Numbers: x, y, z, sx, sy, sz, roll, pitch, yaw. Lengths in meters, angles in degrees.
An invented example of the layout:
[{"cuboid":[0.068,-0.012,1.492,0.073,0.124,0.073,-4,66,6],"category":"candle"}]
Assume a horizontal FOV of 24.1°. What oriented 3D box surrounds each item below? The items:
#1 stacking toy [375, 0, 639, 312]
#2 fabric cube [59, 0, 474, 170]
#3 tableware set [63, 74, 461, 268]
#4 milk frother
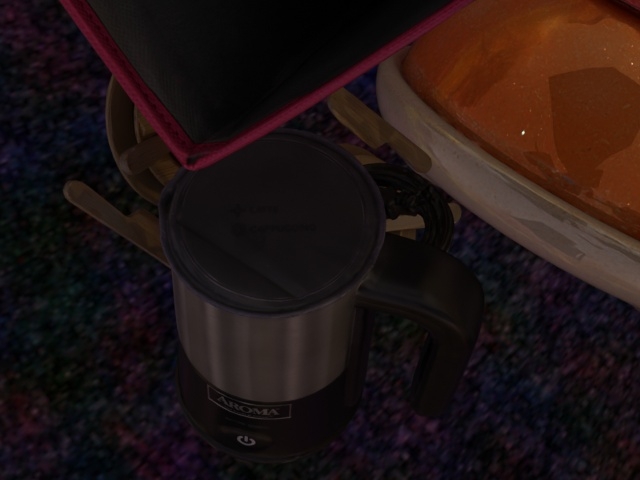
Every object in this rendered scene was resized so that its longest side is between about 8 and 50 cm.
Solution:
[{"cuboid":[0.278,-0.206,0.941,0.350,0.350,0.480,31,110,14],"category":"stacking toy"},{"cuboid":[0.022,-0.226,0.517,0.254,0.258,0.259,-29,102,35],"category":"fabric cube"},{"cuboid":[-0.017,-0.028,0.697,0.039,0.128,0.194,5,156,49],"category":"tableware set"},{"cuboid":[0.000,0.000,0.621,0.129,0.143,0.135,-2,149,-4],"category":"milk frother"}]
